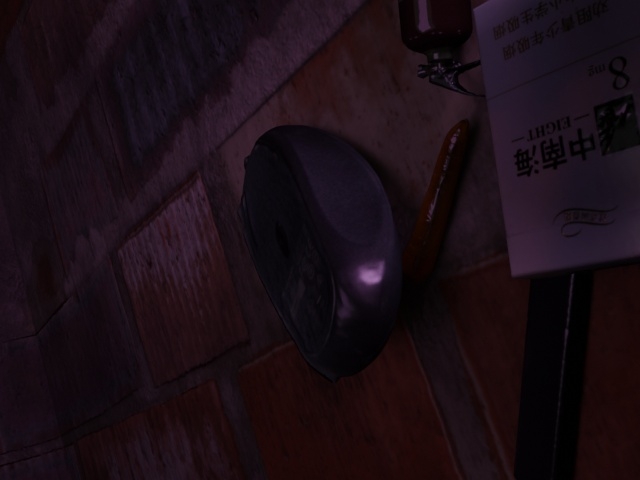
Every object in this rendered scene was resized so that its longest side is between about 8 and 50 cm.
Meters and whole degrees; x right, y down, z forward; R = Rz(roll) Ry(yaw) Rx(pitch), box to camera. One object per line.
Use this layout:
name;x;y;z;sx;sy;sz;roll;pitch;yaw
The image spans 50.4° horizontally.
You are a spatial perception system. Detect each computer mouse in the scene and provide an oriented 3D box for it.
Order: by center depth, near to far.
computer mouse;0.002;0.001;0.802;0.374;0.114;0.203;-119;38;-45

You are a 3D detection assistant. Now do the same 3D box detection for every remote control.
remote control;0.216;0.122;0.641;0.063;0.025;0.246;15;109;52

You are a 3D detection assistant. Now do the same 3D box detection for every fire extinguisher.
fire extinguisher;0.118;-0.248;0.647;0.099;0.071;0.231;-4;95;42

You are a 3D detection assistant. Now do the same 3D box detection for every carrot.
carrot;0.121;-0.039;0.712;0.037;0.037;0.190;36;123;41

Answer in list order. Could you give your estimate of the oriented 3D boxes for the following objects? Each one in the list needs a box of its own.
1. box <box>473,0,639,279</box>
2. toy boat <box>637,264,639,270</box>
box;0.214;-0.098;0.541;0.155;0.067;0.243;-15;78;53
toy boat;0.296;-0.017;0.506;0.096;0.034;0.122;29;118;42
